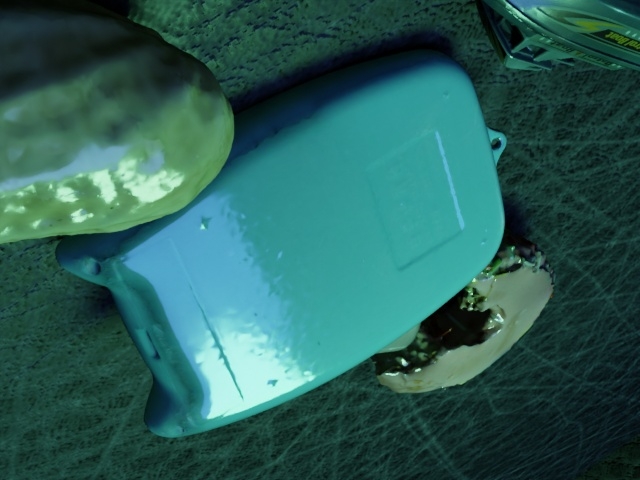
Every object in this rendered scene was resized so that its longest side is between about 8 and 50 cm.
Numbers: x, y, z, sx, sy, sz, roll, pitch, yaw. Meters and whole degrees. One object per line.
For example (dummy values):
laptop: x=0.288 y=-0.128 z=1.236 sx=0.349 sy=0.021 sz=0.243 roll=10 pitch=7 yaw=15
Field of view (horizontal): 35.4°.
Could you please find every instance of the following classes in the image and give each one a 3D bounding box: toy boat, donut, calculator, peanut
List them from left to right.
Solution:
peanut: x=-0.202 y=-0.061 z=0.559 sx=0.313 sy=0.152 sz=0.152 roll=-13 pitch=142 yaw=-21
calculator: x=0.000 y=0.000 z=0.828 sx=0.386 sy=0.054 sz=0.256 roll=-30 pitch=122 yaw=-16
donut: x=0.162 y=0.078 z=1.130 sx=0.199 sy=0.085 sz=0.233 roll=11 pitch=126 yaw=-49
toy boat: x=0.196 y=-0.193 z=0.782 sx=0.296 sy=0.114 sz=0.122 roll=1 pitch=153 yaw=-43

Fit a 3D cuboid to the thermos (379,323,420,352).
thermos: x=-0.019 y=0.069 z=0.947 sx=0.193 sy=0.105 sz=0.137 roll=-6 pitch=164 yaw=-30
